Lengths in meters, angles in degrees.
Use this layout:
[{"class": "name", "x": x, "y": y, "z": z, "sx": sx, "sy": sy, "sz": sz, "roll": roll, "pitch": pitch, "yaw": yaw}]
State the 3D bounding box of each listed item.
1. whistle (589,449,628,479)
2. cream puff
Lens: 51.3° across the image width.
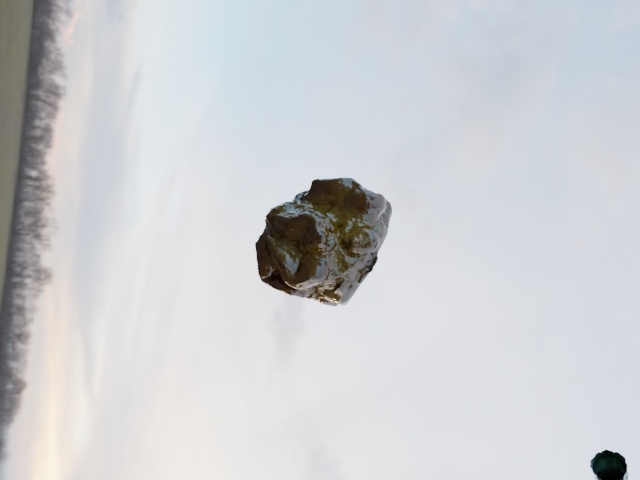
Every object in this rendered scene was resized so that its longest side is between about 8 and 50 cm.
[{"class": "whistle", "x": 0.342, "y": 0.291, "z": 0.780, "sx": 0.186, "sy": 0.039, "sz": 0.039, "roll": 56, "pitch": 12, "yaw": -49}, {"class": "cream puff", "x": 0.000, "y": 0.000, "z": 0.539, "sx": 0.116, "sy": 0.094, "sz": 0.122, "roll": 117, "pitch": -1, "yaw": -50}]
